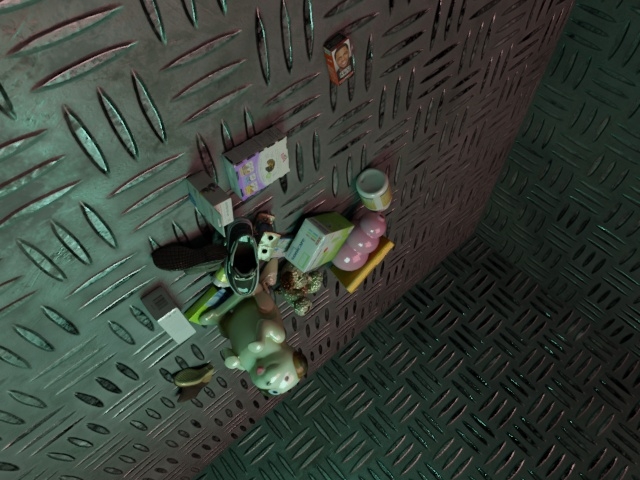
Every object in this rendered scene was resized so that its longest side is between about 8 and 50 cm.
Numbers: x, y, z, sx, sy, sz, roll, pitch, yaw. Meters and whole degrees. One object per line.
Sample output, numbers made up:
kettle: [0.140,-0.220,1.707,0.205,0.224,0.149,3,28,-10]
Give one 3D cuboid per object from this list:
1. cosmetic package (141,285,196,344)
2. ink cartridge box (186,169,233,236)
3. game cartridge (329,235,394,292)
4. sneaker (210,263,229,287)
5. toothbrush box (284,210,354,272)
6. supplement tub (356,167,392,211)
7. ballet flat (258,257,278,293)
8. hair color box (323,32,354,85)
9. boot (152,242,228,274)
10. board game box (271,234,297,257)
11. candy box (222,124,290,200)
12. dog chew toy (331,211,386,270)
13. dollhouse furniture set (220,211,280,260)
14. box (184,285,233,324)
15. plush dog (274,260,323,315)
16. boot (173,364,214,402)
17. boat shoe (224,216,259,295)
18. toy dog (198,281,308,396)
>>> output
cosmetic package: [-0.534,0.270,1.624,0.086,0.117,0.231,-37,152,-19]
ink cartridge box: [-0.311,-0.107,1.338,0.062,0.181,0.104,-33,152,-26]
game cartridge: [0.207,0.089,2.351,0.323,0.285,0.053,-47,114,2]
sneaker: [-0.322,0.128,1.785,0.209,0.081,0.094,-2,128,-55]
toothbrush box: [0.000,0.000,2.001,0.283,0.122,0.206,-17,142,-59]
supplement tub: [0.246,-0.223,2.071,0.144,0.144,0.199,-45,155,-4]
ballet flat: [-0.239,0.188,1.997,0.248,0.086,0.086,-56,153,18]
hair color box: [0.058,-0.556,1.414,0.072,0.043,0.141,-42,154,-8]
boot: [-0.437,0.081,1.529,0.247,0.083,0.161,-6,159,-29]
board game box: [-0.154,0.024,1.952,0.154,0.026,0.103,-4,131,-55]
candy box: [-0.197,-0.244,1.446,0.196,0.070,0.164,-36,152,-21]
dog chew toy: [0.183,-0.006,2.179,0.207,0.206,0.332,-8,146,-53]
dollhouse furniture set: [-0.259,-0.027,1.650,0.184,0.129,0.128,12,122,-27]
box: [-0.444,0.253,1.822,0.178,0.042,0.109,-44,156,-4]
plush dog: [-0.119,0.181,2.112,0.262,0.211,0.225,-61,156,-47]
boot: [-0.617,0.690,2.136,0.206,0.090,0.248,-57,157,16]
boat shoe: [-0.272,0.082,1.566,0.121,0.119,0.335,-9,129,-11]
toy dog: [-0.237,0.420,1.821,0.285,0.407,0.395,-35,156,5]
